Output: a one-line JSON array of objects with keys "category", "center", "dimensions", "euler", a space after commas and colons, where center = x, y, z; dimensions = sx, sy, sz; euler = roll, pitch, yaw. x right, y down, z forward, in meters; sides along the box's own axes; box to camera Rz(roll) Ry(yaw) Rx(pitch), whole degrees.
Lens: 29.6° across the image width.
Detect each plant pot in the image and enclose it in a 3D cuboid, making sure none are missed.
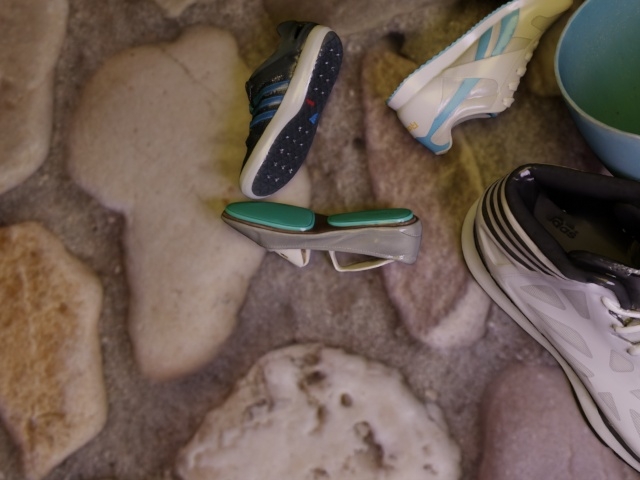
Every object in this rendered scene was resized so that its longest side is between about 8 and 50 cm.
[{"category": "plant pot", "center": [0.387, -0.124, 1.153], "dimensions": [0.290, 0.195, 0.290], "euler": [-14, 43, 14]}]

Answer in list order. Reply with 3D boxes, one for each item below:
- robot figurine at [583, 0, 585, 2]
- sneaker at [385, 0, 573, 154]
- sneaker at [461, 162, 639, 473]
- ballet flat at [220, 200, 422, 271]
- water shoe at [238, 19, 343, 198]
[{"category": "robot figurine", "center": [0.355, -0.355, 1.268], "dimensions": [0.211, 0.085, 0.291], "euler": [5, 91, -5]}, {"category": "sneaker", "center": [0.183, -0.187, 1.294], "dimensions": [0.229, 0.087, 0.092], "euler": [-38, 90, 2]}, {"category": "sneaker", "center": [0.315, 0.101, 1.148], "dimensions": [0.447, 0.257, 0.169], "euler": [44, 85, 8]}, {"category": "ballet flat", "center": [0.000, 0.000, 1.275], "dimensions": [0.213, 0.072, 0.068], "euler": [2, 111, 5]}, {"category": "water shoe", "center": [-0.046, -0.141, 1.307], "dimensions": [0.080, 0.073, 0.203], "euler": [22, 82, 32]}]
